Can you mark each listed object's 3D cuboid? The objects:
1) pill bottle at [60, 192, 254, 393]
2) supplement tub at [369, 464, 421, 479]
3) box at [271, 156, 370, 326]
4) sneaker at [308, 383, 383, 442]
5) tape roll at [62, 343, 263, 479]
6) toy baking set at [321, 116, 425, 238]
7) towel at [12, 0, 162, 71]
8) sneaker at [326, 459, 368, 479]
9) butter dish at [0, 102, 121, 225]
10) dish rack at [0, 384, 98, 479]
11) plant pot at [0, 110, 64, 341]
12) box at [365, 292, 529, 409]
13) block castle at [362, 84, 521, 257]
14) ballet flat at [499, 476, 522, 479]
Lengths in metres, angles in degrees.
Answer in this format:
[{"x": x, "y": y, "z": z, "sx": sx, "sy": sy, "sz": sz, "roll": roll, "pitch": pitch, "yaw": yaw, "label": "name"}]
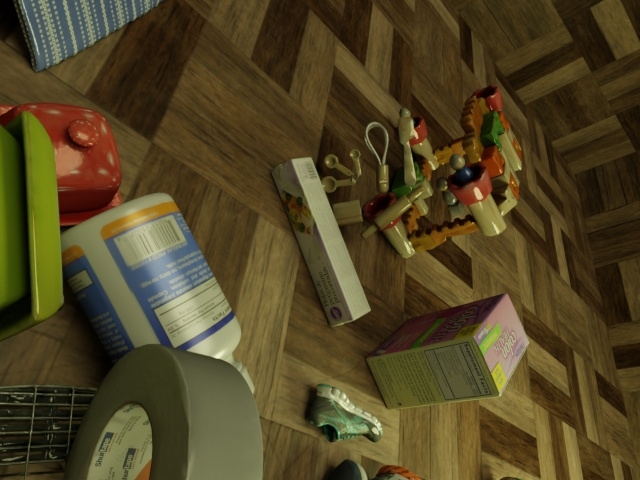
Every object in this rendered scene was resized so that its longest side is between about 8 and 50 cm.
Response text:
[{"x": -0.192, "y": 0.092, "z": 0.606, "sx": 0.152, "sy": 0.152, "sz": 0.272, "roll": -33, "pitch": 98, "yaw": -51, "label": "pill bottle"}, {"x": 0.101, "y": 0.467, "z": 0.787, "sx": 0.117, "sy": 0.117, "sz": 0.190, "roll": 57, "pitch": 39, "yaw": -12, "label": "supplement tub"}, {"x": 0.000, "y": 0.000, "z": 0.946, "sx": 0.067, "sy": 0.063, "sz": 0.324, "roll": -19, "pitch": 87, "yaw": -50, "label": "box"}, {"x": 0.039, "y": 0.315, "z": 0.850, "sx": 0.166, "sy": 0.065, "sz": 0.076, "roll": 42, "pitch": 61, "yaw": -24, "label": "sneaker"}, {"x": -0.148, "y": 0.206, "z": 0.436, "sx": 0.072, "sy": 0.219, "sz": 0.219, "roll": 27, "pitch": 53, "yaw": -39, "label": "tape roll"}, {"x": 0.115, "y": -0.132, "z": 1.022, "sx": 0.196, "sy": 0.256, "sz": 0.030, "roll": 56, "pitch": 9, "yaw": 3, "label": "toy baking set"}, {"x": -0.321, "y": -0.419, "z": 0.695, "sx": 0.040, "sy": 0.243, "sz": 0.336, "roll": 17, "pitch": 45, "yaw": 10, "label": "towel"}, {"x": -0.018, "y": 0.388, "z": 0.713, "sx": 0.163, "sy": 0.086, "sz": 0.226, "roll": 54, "pitch": 41, "yaw": -19, "label": "sneaker"}, {"x": -0.307, "y": -0.107, "z": 0.598, "sx": 0.160, "sy": 0.118, "sz": 0.160, "roll": -8, "pitch": 78, "yaw": -52, "label": "butter dish"}, {"x": -0.282, "y": 0.281, "z": 0.475, "sx": 0.208, "sy": 0.074, "sz": 0.271, "roll": 21, "pitch": 55, "yaw": -44, "label": "dish rack"}, {"x": -0.356, "y": -0.005, "z": 0.413, "sx": 0.207, "sy": 0.227, "sz": 0.228, "roll": 10, "pitch": 64, "yaw": -53, "label": "plant pot"}, {"x": 0.255, "y": 0.221, "z": 0.988, "sx": 0.213, "sy": 0.243, "sz": 0.117, "roll": -25, "pitch": 92, "yaw": -51, "label": "box"}, {"x": 0.299, "y": -0.194, "z": 1.205, "sx": 0.213, "sy": 0.303, "sz": 0.453, "roll": 54, "pitch": 40, "yaw": -26, "label": "block castle"}, {"x": 0.455, "y": 0.714, "z": 1.097, "sx": 0.124, "sy": 0.116, "sz": 0.342, "roll": -11, "pitch": 80, "yaw": -31, "label": "ballet flat"}]
